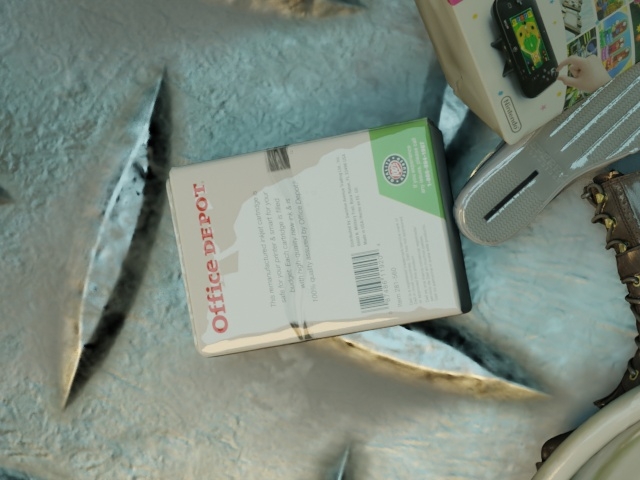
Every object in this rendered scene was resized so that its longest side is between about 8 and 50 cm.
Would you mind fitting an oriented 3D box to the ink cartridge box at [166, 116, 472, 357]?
[{"bbox_3d":[0.000,0.000,1.465,0.219,0.092,0.160,-10,87,10],"label":"ink cartridge box"}]

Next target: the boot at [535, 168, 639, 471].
[{"bbox_3d":[0.262,0.055,1.434,0.263,0.091,0.229,-22,80,5],"label":"boot"}]

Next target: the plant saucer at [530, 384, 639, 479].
[{"bbox_3d":[0.316,0.237,1.359,0.400,0.100,0.401,-3,116,-6],"label":"plant saucer"}]

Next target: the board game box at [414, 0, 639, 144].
[{"bbox_3d":[0.212,-0.247,1.335,0.303,0.224,0.097,-34,43,-6],"label":"board game box"}]

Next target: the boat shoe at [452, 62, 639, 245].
[{"bbox_3d":[0.194,-0.088,1.441,0.226,0.076,0.083,-35,106,5],"label":"boat shoe"}]
